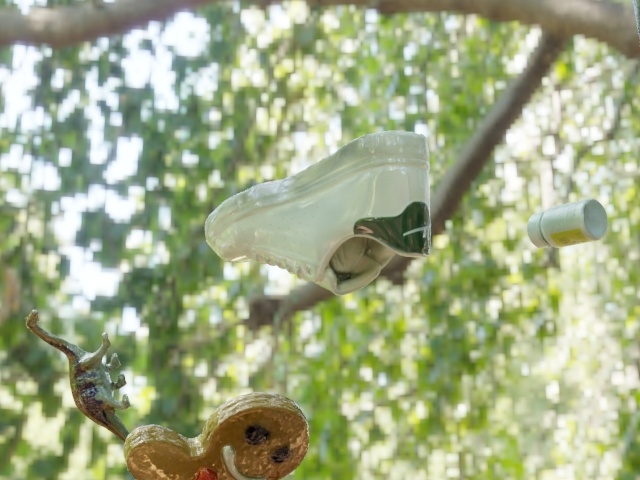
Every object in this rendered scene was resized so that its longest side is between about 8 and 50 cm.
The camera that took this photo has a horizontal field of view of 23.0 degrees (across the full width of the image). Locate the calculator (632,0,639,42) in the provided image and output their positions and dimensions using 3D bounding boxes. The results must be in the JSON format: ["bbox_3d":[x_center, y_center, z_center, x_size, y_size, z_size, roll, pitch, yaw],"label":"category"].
[{"bbox_3d":[0.324,-0.081,1.208,0.058,0.274,0.248,-16,-5,38],"label":"calculator"}]

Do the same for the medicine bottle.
[{"bbox_3d":[0.272,-0.017,1.729,0.047,0.047,0.083,19,-22,-38],"label":"medicine bottle"}]

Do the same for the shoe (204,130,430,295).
[{"bbox_3d":[0.000,0.000,1.853,0.132,0.160,0.363,6,-20,-40],"label":"shoe"}]

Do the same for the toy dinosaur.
[{"bbox_3d":[-0.191,0.129,1.390,0.058,0.180,0.037,-31,1,7],"label":"toy dinosaur"}]

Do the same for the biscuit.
[{"bbox_3d":[-0.106,0.212,1.257,0.240,0.035,0.158,-43,-57,12],"label":"biscuit"}]
